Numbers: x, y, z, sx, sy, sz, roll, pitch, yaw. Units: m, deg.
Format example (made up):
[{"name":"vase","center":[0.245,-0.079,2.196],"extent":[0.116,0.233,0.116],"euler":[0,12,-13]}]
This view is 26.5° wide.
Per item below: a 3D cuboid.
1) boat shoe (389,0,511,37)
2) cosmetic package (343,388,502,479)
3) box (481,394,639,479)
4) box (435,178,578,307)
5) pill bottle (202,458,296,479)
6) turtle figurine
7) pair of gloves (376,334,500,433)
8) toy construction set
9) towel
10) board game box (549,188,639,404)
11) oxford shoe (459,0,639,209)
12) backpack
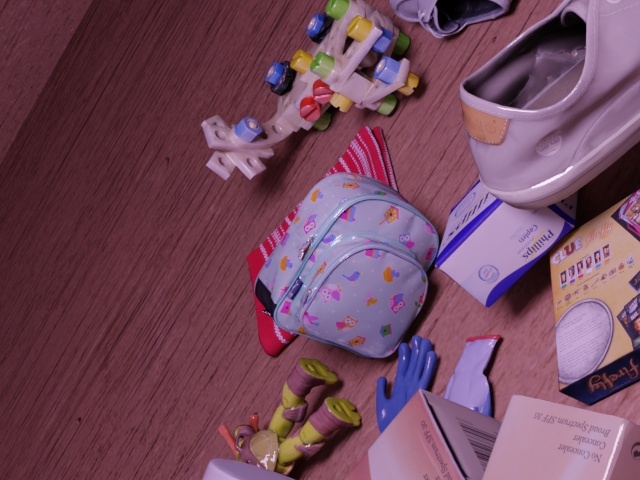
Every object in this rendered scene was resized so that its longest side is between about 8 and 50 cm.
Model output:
[{"name":"boat shoe","center":[0.155,-0.295,1.670],"extent":[0.227,0.079,0.081],"euler":[-5,58,55]},{"name":"cosmetic package","center":[0.071,0.303,1.259],"extent":[0.296,0.129,0.153],"euler":[-54,32,19]},{"name":"box","center":[0.185,0.294,1.079],"extent":[0.148,0.121,0.311],"euler":[3,69,58]},{"name":"box","center":[0.187,-0.023,1.350],"extent":[0.126,0.072,0.137],"euler":[-48,9,28]},{"name":"pill bottle","center":[-0.099,0.382,1.422],"extent":[0.162,0.162,0.278],"euler":[18,88,62]},{"name":"turtle figurine","center":[-0.058,0.240,1.574],"extent":[0.217,0.087,0.269],"euler":[-54,29,17]},{"name":"pair of gloves","center":[0.115,0.172,1.410],"extent":[0.198,0.023,0.159],"euler":[-11,56,55]},{"name":"toy construction set","center":[-0.008,-0.196,1.804],"extent":[0.328,0.151,0.215],"euler":[-32,37,28]},{"name":"towel","center":[0.000,0.000,1.740],"extent":[0.275,0.031,0.199],"euler":[-47,33,28]},{"name":"board game box","center":[0.305,0.022,1.190],"extent":[0.243,0.042,0.165],"euler":[-37,38,41]},{"name":"oxford shoe","center":[0.301,-0.214,1.211],"extent":[0.449,0.130,0.169],"euler":[-41,30,-1]},{"name":"backpack","center":[0.039,0.027,1.506],"extent":[0.188,0.166,0.144],"euler":[-64,29,6]}]
